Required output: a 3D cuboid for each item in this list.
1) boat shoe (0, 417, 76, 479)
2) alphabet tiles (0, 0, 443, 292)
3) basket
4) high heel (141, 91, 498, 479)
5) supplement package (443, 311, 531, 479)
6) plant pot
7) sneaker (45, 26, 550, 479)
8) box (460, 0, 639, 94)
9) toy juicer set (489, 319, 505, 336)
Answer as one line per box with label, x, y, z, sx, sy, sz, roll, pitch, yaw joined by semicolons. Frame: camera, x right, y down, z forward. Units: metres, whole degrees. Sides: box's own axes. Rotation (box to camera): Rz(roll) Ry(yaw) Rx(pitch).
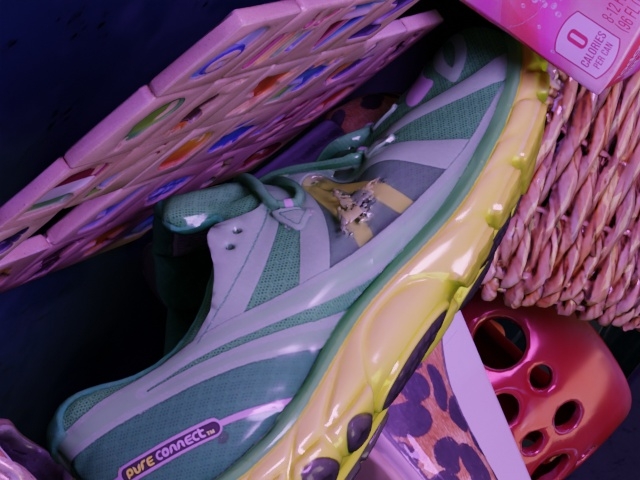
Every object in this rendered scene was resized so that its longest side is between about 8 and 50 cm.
boat shoe;-0.153;0.100;0.618;0.103;0.113;0.302;-54;176;-6
alphabet tiles;-0.042;-0.040;0.680;0.198;0.009;0.237;-36;175;28
basket;0.159;-0.122;0.989;0.223;0.213;0.299;13;112;-32
high heel;0.065;0.052;0.828;0.186;0.261;0.093;-36;173;-35
supplement package;-0.001;0.160;0.932;0.194;0.149;0.203;-42;118;-37
plant pot;0.070;0.098;1.146;0.174;0.191;0.191;-41;163;-12
sneaker;0.000;0.000;0.719;0.295;0.123;0.109;-52;169;-36
box;0.142;-0.228;0.699;0.142;0.154;0.300;-29;152;-57
toy juicer set;0.072;0.182;1.513;0.329;0.089;0.209;-37;158;-46
